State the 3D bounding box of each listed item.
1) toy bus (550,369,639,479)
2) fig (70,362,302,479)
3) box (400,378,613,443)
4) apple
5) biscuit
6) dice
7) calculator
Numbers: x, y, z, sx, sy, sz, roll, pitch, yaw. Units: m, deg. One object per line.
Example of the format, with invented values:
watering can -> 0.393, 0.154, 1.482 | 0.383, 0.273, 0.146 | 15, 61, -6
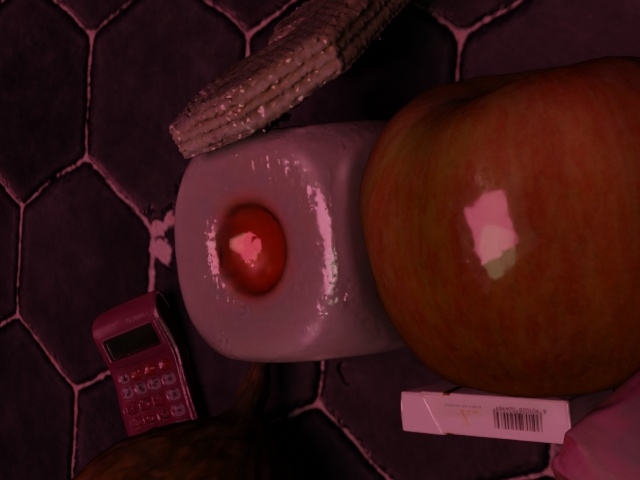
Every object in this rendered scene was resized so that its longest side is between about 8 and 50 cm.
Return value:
toy bus -> 0.240, 0.214, 0.670 | 0.147, 0.127, 0.303 | 36, 154, 37
fig -> -0.098, 0.233, 0.971 | 0.286, 0.286, 0.369 | 12, 77, 38
box -> 0.152, 0.137, 0.837 | 0.154, 0.084, 0.040 | -4, 93, 39
apple -> 0.157, -0.001, 0.718 | 0.264, 0.264, 0.264 | 4, 96, 39
biscuit -> -0.015, -0.160, 0.855 | 0.147, 0.250, 0.046 | -15, 116, 41
dice -> 0.000, 0.000, 0.881 | 0.194, 0.192, 0.193 | -6, 92, 41
calculator -> -0.190, 0.159, 1.152 | 0.126, 0.034, 0.191 | -22, 86, 37
